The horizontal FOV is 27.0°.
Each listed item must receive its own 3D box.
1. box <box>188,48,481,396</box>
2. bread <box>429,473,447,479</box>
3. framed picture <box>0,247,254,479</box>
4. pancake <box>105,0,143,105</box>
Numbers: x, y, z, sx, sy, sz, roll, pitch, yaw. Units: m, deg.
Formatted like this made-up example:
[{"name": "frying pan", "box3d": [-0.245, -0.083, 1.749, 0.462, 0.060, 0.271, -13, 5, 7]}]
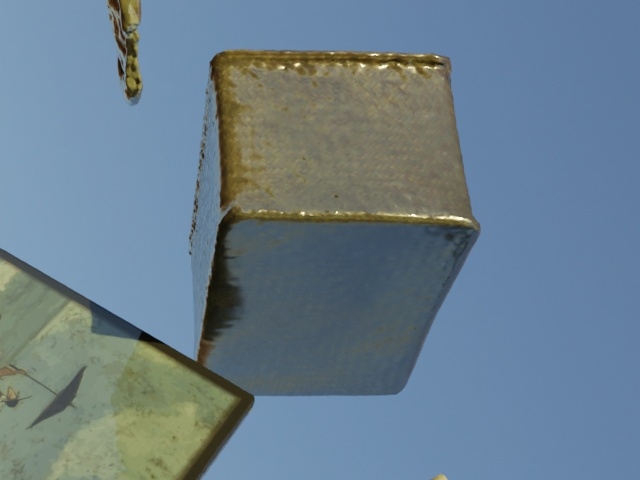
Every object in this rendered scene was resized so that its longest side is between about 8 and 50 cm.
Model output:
[{"name": "box", "box3d": [0.000, -0.002, 1.006, 0.273, 0.184, 0.143, 105, -19, -56]}, {"name": "bread", "box3d": [0.032, 0.299, 0.683, 0.316, 0.270, 0.211, 54, -14, -14]}, {"name": "framed picture", "box3d": [-0.248, 0.106, 0.916, 0.347, 0.265, 0.016, 30, -48, 8]}, {"name": "pancake", "box3d": [-0.253, -0.289, 1.713, 0.236, 0.042, 0.222, 100, -20, -61]}]
